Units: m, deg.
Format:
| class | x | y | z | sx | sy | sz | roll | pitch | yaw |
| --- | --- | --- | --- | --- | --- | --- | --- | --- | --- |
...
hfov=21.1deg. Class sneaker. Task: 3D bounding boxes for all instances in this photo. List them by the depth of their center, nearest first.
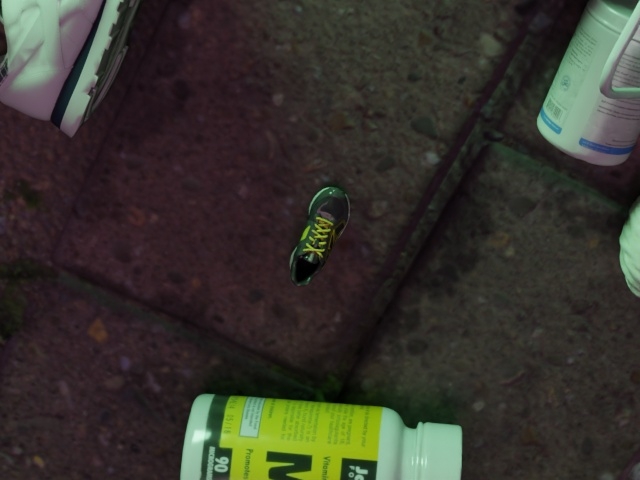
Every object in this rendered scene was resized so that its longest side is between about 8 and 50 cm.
| class | x | y | z | sx | sy | sz | roll | pitch | yaw |
| --- | --- | --- | --- | --- | --- | --- | --- | --- | --- |
| sneaker | -0.166 | -0.184 | 1.178 | 0.095 | 0.090 | 0.235 | 28 | 115 | 2 |
| sneaker | 0.000 | 0.000 | 1.277 | 0.031 | 0.035 | 0.083 | 19 | 117 | -5 |

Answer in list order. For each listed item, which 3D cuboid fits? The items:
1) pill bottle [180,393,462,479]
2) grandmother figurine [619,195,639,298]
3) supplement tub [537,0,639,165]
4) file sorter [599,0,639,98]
| class | x | y | z | sx | sy | sz | roll | pitch | yaw |
| --- | --- | --- | --- | --- | --- | --- | --- | --- | --- |
| pill bottle | 0.002 | 0.184 | 1.324 | 0.208 | 0.119 | 0.119 | 4 | 117 | 4 |
| grandmother figurine | 0.342 | -0.074 | 1.174 | 0.342 | 0.104 | 0.208 | -41 | 98 | 19 |
| supplement tub | 0.199 | -0.112 | 1.182 | 0.071 | 0.071 | 0.107 | 20 | 117 | -4 |
| file sorter | 0.333 | -0.099 | 1.011 | 0.278 | 0.173 | 0.193 | 35 | 110 | 23 |
